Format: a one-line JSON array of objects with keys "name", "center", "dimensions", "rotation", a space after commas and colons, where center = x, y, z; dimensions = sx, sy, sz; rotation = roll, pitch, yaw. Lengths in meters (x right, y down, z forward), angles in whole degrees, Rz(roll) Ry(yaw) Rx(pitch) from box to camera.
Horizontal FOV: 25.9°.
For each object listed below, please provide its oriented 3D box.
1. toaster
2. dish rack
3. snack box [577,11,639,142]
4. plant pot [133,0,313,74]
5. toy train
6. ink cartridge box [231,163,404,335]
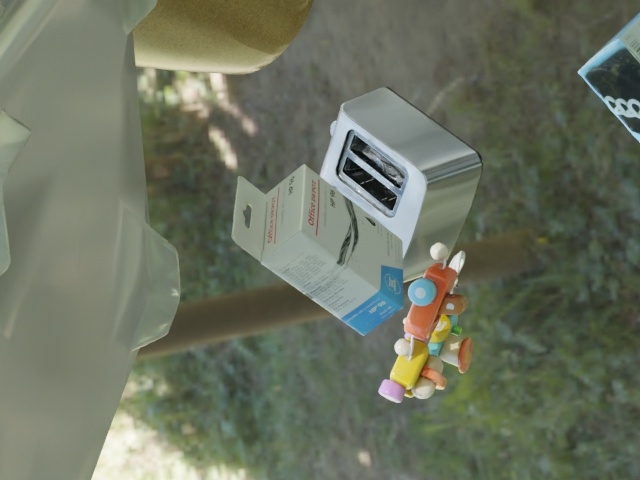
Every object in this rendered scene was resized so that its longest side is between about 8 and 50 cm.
[{"name": "toaster", "center": [0.083, -0.052, 1.550], "dimensions": [0.186, 0.110, 0.168], "rotation": [40, 130, 28]}, {"name": "dish rack", "center": [-0.122, 0.005, 0.594], "dimensions": [0.333, 0.072, 0.285], "rotation": [-78, -10, -60]}, {"name": "snack box", "center": [0.405, -0.088, 1.403], "dimensions": [0.322, 0.187, 0.060], "rotation": [49, 122, 1]}, {"name": "plant pot", "center": [-0.132, -0.217, 0.978], "dimensions": [0.237, 0.254, 0.237], "rotation": [-22, 57, 38]}, {"name": "toy train", "center": [0.093, 0.062, 1.041], "dimensions": [0.125, 0.046, 0.166], "rotation": [-69, -14, 10]}, {"name": "ink cartridge box", "center": [0.000, 0.000, 0.639], "dimensions": [0.028, 0.083, 0.048], "rotation": [-37, 31, 29]}]
